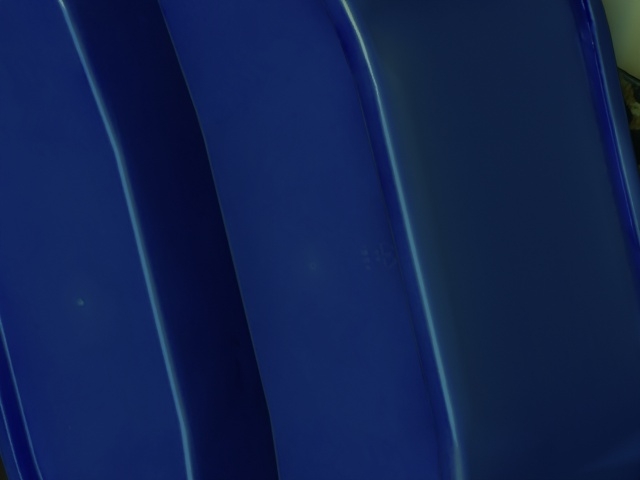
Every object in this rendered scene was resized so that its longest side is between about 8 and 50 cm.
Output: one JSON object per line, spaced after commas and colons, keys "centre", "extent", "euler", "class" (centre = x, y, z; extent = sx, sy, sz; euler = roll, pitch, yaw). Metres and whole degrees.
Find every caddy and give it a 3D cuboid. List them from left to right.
{"centre": [0.000, 0.000, 0.744], "extent": [0.241, 0.179, 0.341], "euler": [-9, 96, 40], "class": "caddy"}

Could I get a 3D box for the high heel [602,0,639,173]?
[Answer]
{"centre": [0.130, -0.107, 0.683], "extent": [0.093, 0.186, 0.261], "euler": [33, 105, 9], "class": "high heel"}
